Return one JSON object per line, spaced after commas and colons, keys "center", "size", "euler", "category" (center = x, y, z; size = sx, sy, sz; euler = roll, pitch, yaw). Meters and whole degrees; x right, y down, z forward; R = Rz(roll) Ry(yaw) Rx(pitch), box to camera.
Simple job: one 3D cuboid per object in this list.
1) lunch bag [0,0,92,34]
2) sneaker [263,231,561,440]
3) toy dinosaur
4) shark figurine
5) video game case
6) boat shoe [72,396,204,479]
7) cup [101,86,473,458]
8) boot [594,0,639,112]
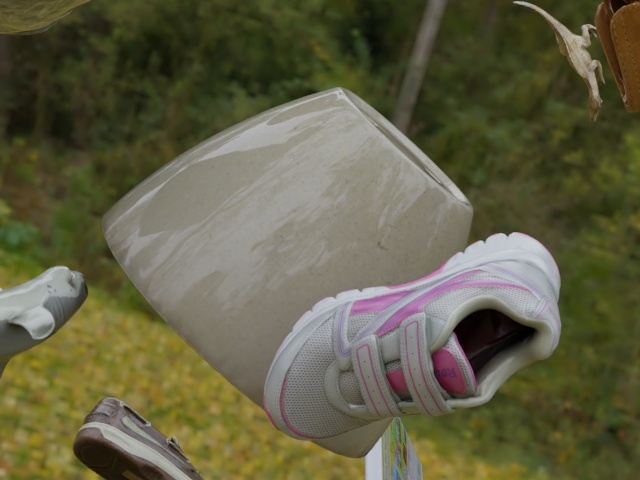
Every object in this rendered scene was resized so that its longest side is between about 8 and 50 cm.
{"center": [-0.270, -0.308, 1.519], "size": [0.256, 0.213, 0.305], "euler": [28, -24, -27], "category": "lunch bag"}
{"center": [0.071, 0.084, 1.304], "size": [0.103, 0.252, 0.111], "euler": [60, 6, -21], "category": "sneaker"}
{"center": [0.310, -0.238, 2.104], "size": [0.183, 0.053, 0.092], "euler": [56, 26, -13], "category": "toy dinosaur"}
{"center": [-0.327, 0.091, 1.463], "size": [0.278, 0.116, 0.166], "euler": [-1, 24, -18], "category": "shark figurine"}
{"center": [0.098, 0.321, 2.252], "size": [0.026, 0.227, 0.206], "euler": [-13, -48, 13], "category": "video game case"}
{"center": [-0.193, 0.289, 2.173], "size": [0.095, 0.095, 0.257], "euler": [-26, -58, 35], "category": "boat shoe"}
{"center": [0.000, 0.000, 1.577], "size": [0.331, 0.237, 0.331], "euler": [41, 10, -8], "category": "cup"}
{"center": [0.287, -0.115, 1.045], "size": [0.211, 0.295, 0.104], "euler": [-24, 7, 5], "category": "boot"}
